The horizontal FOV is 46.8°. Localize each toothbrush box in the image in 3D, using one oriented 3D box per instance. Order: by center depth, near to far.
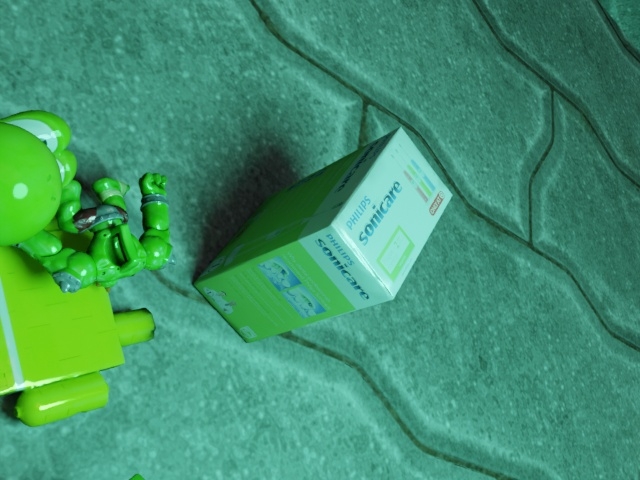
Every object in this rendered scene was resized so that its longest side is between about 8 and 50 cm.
[{"bbox_3d":[0.000,0.000,0.964,0.122,0.283,0.206,49,47,-15],"label":"toothbrush box"}]

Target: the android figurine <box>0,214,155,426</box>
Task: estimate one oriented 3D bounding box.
[{"bbox_3d":[-0.316,0.076,0.809,0.273,0.056,0.248,-6,77,-45],"label":"android figurine"}]

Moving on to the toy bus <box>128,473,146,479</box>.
[{"bbox_3d":[-0.269,0.298,0.721,0.104,0.202,0.191,38,52,15],"label":"toy bus"}]

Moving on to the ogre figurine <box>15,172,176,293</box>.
[{"bbox_3d":[-0.242,-0.008,0.812,0.197,0.097,0.118,-4,63,-59],"label":"ogre figurine"}]

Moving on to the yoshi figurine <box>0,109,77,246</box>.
[{"bbox_3d":[-0.383,-0.038,0.635,0.362,0.203,0.203,-19,65,-26],"label":"yoshi figurine"}]
